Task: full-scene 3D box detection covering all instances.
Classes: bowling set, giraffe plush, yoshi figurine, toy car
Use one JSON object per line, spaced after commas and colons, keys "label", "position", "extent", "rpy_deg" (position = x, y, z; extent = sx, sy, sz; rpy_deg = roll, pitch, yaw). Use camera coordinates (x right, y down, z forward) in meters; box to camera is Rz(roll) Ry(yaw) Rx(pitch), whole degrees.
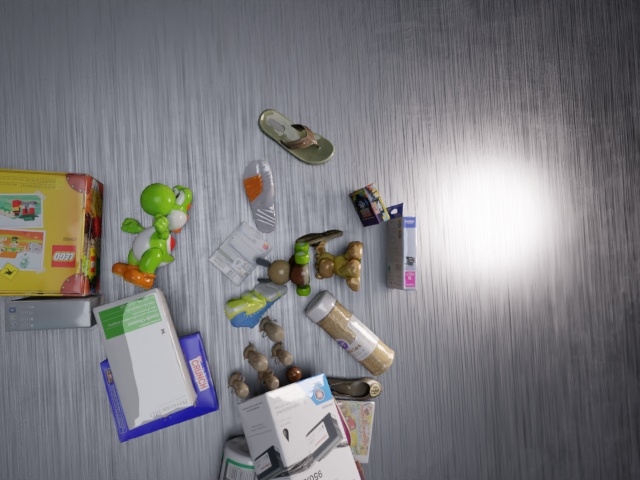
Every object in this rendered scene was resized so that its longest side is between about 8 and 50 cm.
{"label": "bowling set", "position": [-0.179, 0.440, 1.616], "extent": [0.200, 0.154, 0.287], "rpy_deg": [40, 79, -27]}
{"label": "giraffe plush", "position": [0.061, 0.087, 1.654], "extent": [0.170, 0.210, 0.182], "rpy_deg": [5, 83, 5]}
{"label": "yoshi figurine", "position": [-0.562, -0.039, 1.504], "extent": [0.203, 0.203, 0.363], "rpy_deg": [26, 80, -4]}
{"label": "toy car", "position": [-0.131, 0.103, 1.613], "extent": [0.188, 0.149, 0.155], "rpy_deg": [-2, 114, -2]}

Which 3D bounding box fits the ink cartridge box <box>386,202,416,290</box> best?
{"label": "ink cartridge box", "position": [0.297, 0.023, 1.692], "extent": [0.065, 0.186, 0.312], "rpy_deg": [-2, 88, -10]}

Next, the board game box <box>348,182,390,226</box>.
{"label": "board game box", "position": [0.175, -0.126, 1.678], "extent": [0.048, 0.170, 0.141], "rpy_deg": [-25, 93, -14]}

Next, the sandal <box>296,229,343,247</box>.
{"label": "sandal", "position": [0.000, 0.000, 1.695], "extent": [0.180, 0.072, 0.049], "rpy_deg": [-13, 113, -17]}

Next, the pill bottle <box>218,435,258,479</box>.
{"label": "pill bottle", "position": [-0.253, 0.871, 1.536], "extent": [0.204, 0.204, 0.362], "rpy_deg": [11, 86, -12]}

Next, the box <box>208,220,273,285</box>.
{"label": "box", "position": [-0.283, 0.047, 1.638], "extent": [0.145, 0.038, 0.186], "rpy_deg": [43, 81, -9]}

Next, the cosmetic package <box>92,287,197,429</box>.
{"label": "cosmetic package", "position": [-0.527, 0.351, 1.401], "extent": [0.196, 0.155, 0.366], "rpy_deg": [-19, 84, -14]}

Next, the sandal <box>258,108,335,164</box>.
{"label": "sandal", "position": [-0.089, -0.374, 1.669], "extent": [0.302, 0.086, 0.120], "rpy_deg": [27, 83, -10]}

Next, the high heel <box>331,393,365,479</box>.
{"label": "high heel", "position": [0.025, 0.728, 1.620], "extent": [0.181, 0.127, 0.378], "rpy_deg": [-19, 90, -8]}

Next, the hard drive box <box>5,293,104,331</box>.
{"label": "hard drive box", "position": [-0.821, 0.222, 1.441], "extent": [0.231, 0.181, 0.089], "rpy_deg": [-1, 89, -12]}

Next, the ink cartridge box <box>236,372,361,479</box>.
{"label": "ink cartridge box", "position": [-0.062, 0.667, 1.475], "extent": [0.285, 0.166, 0.395], "rpy_deg": [-1, 65, -49]}

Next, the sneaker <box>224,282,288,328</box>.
{"label": "sneaker", "position": [-0.225, 0.234, 1.635], "extent": [0.239, 0.091, 0.126], "rpy_deg": [-18, 126, -25]}

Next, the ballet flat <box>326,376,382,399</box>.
{"label": "ballet flat", "position": [0.114, 0.548, 1.701], "extent": [0.249, 0.058, 0.084], "rpy_deg": [10, 87, -12]}

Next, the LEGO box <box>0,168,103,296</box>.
{"label": "LEGO box", "position": [-0.960, -0.022, 1.410], "extent": [0.499, 0.193, 0.373], "rpy_deg": [2, 88, -13]}

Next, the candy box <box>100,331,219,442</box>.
{"label": "candy box", "position": [-0.524, 0.476, 1.529], "extent": [0.316, 0.122, 0.269], "rpy_deg": [-14, 89, -12]}

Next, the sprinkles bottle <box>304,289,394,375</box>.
{"label": "sprinkles bottle", "position": [0.108, 0.337, 1.674], "extent": [0.355, 0.121, 0.121], "rpy_deg": [43, 80, -8]}

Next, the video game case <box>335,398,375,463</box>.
{"label": "video game case", "position": [0.090, 0.707, 1.708], "extent": [0.206, 0.026, 0.227], "rpy_deg": [8, 86, -12]}

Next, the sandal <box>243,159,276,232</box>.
{"label": "sandal", "position": [-0.213, -0.160, 1.649], "extent": [0.101, 0.076, 0.266], "rpy_deg": [-5, 110, 1]}
